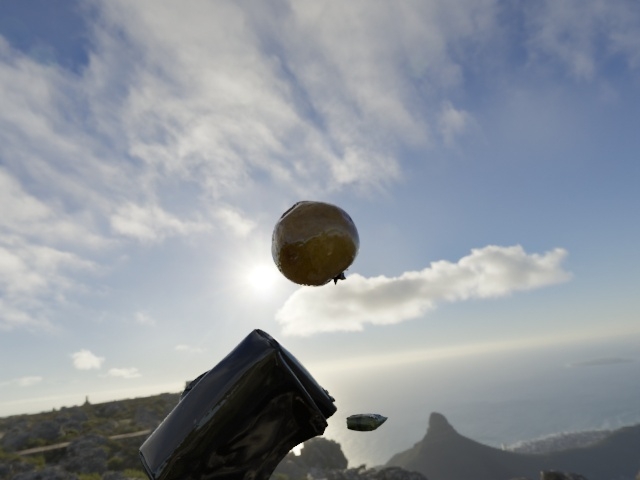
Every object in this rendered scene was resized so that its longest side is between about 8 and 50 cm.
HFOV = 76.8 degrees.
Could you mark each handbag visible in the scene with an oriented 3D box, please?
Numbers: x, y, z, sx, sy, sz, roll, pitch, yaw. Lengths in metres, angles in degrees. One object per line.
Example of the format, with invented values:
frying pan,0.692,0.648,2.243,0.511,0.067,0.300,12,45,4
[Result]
handbag,-0.126,0.330,0.710,0.257,0.285,0.113,53,-18,-29

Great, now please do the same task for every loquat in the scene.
loquat,-0.010,0.007,0.929,0.208,0.207,0.208,-7,-17,-2

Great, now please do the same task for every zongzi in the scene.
zongzi,0.147,0.575,1.287,0.104,0.052,0.113,-12,-16,30
